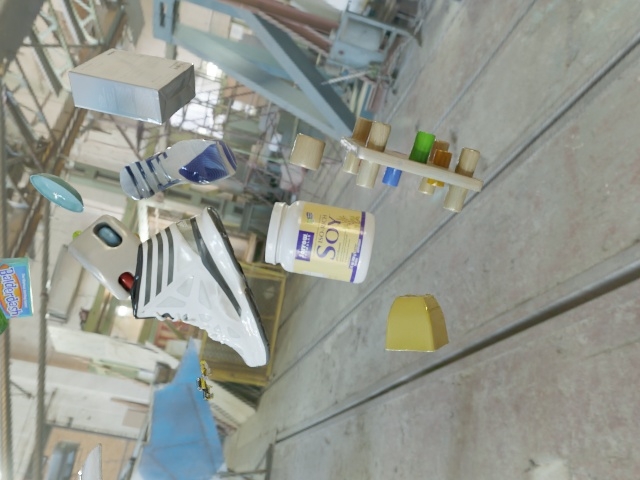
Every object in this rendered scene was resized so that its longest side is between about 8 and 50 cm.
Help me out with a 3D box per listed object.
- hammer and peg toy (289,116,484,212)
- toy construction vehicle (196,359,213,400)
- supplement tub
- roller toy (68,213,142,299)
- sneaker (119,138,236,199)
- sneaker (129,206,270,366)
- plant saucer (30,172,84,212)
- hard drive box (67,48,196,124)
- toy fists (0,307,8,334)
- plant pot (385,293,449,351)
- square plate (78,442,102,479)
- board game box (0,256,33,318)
[{"bbox_3d":[0.124,-0.178,1.121,0.266,0.360,0.128,-107,33,-74],"label":"hammer and peg toy"},{"bbox_3d":[-0.308,0.380,1.487,0.086,0.035,0.098,78,-176,-67],"label":"toy construction vehicle"},{"bbox_3d":[0.000,0.000,1.807,0.241,0.330,0.241,9,-90,-90],"label":"supplement tub"},{"bbox_3d":[-0.504,0.039,1.358,0.146,0.209,0.191,-46,23,-19],"label":"roller toy"},{"bbox_3d":[-0.369,-0.214,1.485,0.182,0.315,0.128,-60,-44,-63],"label":"sneaker"},{"bbox_3d":[-0.288,0.153,1.282,0.169,0.257,0.448,-123,13,-58],"label":"sneaker"},{"bbox_3d":[-0.537,-0.102,1.130,0.021,0.119,0.119,-64,5,-28],"label":"plant saucer"},{"bbox_3d":[-0.446,-0.376,1.322,0.181,0.232,0.089,-63,-16,-50],"label":"hard drive box"},{"bbox_3d":[-0.711,0.226,1.049,0.142,0.096,0.279,-47,11,26],"label":"toy fists"},{"bbox_3d":[0.152,0.128,0.876,0.081,0.081,0.084,0,-94,-60],"label":"plant pot"},{"bbox_3d":[-0.586,0.718,1.389,0.344,0.049,0.348,132,134,-53],"label":"square plate"},{"bbox_3d":[-0.876,0.130,1.436,0.047,0.210,0.160,-143,53,-59],"label":"board game box"}]
